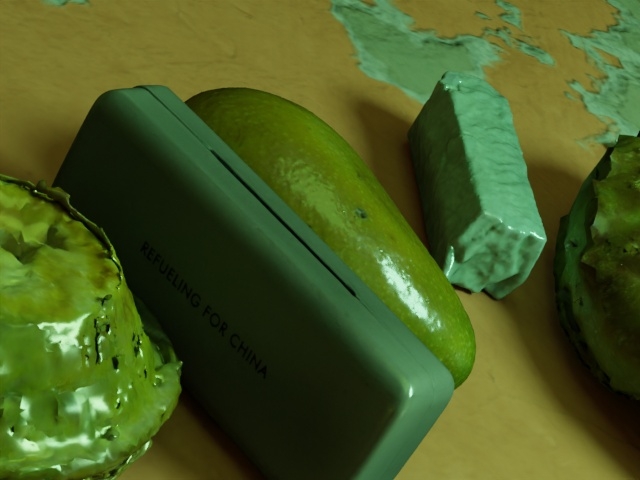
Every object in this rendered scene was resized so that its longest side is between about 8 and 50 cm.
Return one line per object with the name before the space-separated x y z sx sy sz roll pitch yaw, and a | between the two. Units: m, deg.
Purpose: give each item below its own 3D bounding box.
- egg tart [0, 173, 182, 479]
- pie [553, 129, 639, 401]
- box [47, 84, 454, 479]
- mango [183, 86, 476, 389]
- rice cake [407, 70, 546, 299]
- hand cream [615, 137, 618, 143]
egg tart | -0.160 0.030 0.720 0.213 0.090 0.212 21 28 -12
pie | 0.293 0.057 1.041 0.288 0.103 0.354 23 36 -12
box | -0.044 0.029 0.796 0.244 0.103 0.055 45 29 24
mango | 0.000 0.000 0.884 0.227 0.099 0.136 45 9 8
rice cake | 0.104 -0.041 1.057 0.063 0.069 0.206 19 31 -18
hand cream | 0.317 -0.025 1.246 0.067 0.042 0.194 -9 42 -36
